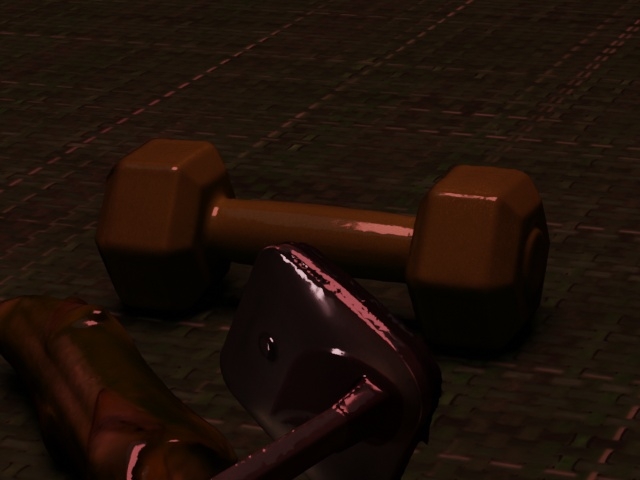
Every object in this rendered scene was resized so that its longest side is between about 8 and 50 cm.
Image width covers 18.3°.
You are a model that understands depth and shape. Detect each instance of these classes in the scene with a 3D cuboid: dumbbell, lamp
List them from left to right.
[{"bbox_3d":[-0.100,0.122,0.910,0.283,0.203,0.124,-15,56,-28],"label":"lamp"},{"bbox_3d":[0.000,0.000,1.330,0.302,0.121,0.108,6,50,22],"label":"dumbbell"}]

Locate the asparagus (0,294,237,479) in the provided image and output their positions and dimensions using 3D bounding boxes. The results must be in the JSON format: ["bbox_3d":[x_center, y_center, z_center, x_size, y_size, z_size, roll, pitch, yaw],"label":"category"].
[{"bbox_3d":[-0.125,0.094,1.135,0.085,0.082,0.343,-42,26,-3],"label":"asparagus"}]
